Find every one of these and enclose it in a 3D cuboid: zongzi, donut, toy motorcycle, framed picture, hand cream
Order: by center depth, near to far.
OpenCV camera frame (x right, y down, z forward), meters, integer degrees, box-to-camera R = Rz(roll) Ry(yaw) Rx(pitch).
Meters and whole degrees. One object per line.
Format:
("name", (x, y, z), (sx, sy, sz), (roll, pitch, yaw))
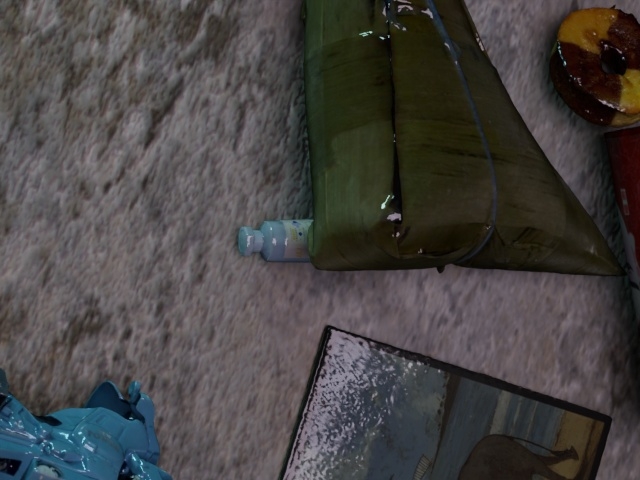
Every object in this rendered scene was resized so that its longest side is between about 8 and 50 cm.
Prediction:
("toy motorcycle", (-0.258, 0.189, 1.821), (0.272, 0.182, 0.123), (23, 114, -23))
("hand cream", (0.000, 0.000, 1.974), (0.171, 0.043, 0.065), (0, 81, -18))
("zongzi", (0.156, -0.136, 1.979), (0.393, 0.174, 0.356), (4, 77, -35))
("framed picture", (0.125, 0.264, 2.024), (0.347, 0.016, 0.265), (19, 85, -15))
("donut", (0.309, -0.182, 2.035), (0.140, 0.059, 0.140), (10, 55, -15))

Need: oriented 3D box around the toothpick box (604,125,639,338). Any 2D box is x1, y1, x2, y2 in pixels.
("toothpick box", (0.428, 0.031, 2.019), (0.204, 0.204, 0.333), (-10, 92, -16))
